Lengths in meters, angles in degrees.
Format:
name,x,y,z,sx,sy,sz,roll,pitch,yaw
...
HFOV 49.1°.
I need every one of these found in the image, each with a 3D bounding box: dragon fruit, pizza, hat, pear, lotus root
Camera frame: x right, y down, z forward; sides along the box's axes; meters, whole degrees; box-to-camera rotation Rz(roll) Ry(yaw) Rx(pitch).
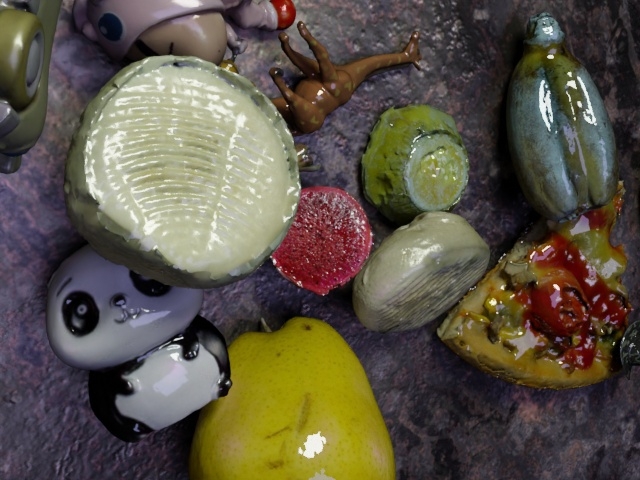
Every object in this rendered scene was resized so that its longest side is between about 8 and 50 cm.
name,x,y,z,sx,sy,sz,roll,pitch,yaw
dragon fruit,0.000,0.000,0.992,0.153,0.111,0.153,-1,81,6
pizza,0.425,0.063,1.200,0.439,0.130,0.406,11,99,-29
hat,0.577,0.198,1.254,0.121,0.050,0.121,-19,116,-46
pear,-0.035,0.283,0.956,0.285,0.285,0.336,35,45,-29
lotus root,0.369,-0.190,1.106,0.158,0.140,0.322,-13,91,1

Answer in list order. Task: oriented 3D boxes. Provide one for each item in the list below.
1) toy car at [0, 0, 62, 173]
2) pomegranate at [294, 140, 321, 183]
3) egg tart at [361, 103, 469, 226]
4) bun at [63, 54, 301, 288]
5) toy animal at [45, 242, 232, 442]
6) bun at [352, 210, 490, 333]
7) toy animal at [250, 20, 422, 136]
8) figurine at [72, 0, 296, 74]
name,x,y,z,sx,sy,sz,roll,pitch,yaw
toy car,-0.361,-0.253,0.686,0.242,0.226,0.336,10,81,-11
pomegranate,-0.067,-0.089,0.918,0.161,0.122,0.122,-28,114,-33
egg tart,0.157,-0.109,1.047,0.197,0.078,0.197,-8,106,-28
bun,-0.150,-0.068,0.770,0.259,0.152,0.260,8,74,-29
toy animal,-0.224,0.105,0.848,0.187,0.165,0.235,-26,113,-17
bun,0.140,0.041,1.032,0.210,0.116,0.237,-47,152,21
toy animal,0.029,-0.230,0.952,0.229,0.066,0.224,27,99,-48
figurine,-0.134,-0.279,0.808,0.287,0.176,0.186,-29,94,-32
